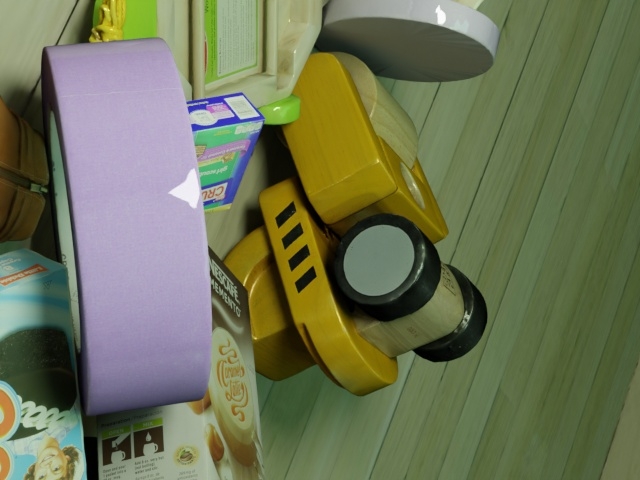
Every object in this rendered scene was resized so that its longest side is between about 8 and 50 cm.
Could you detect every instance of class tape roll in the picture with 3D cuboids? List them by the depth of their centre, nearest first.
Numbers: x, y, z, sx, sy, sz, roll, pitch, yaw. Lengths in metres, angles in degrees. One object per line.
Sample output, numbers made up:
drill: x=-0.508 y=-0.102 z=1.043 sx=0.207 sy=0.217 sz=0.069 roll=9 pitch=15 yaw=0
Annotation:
tape roll: x=-0.149 y=-0.011 z=1.126 sx=0.275 sy=0.090 sz=0.274 roll=174 pitch=-90 yaw=-78

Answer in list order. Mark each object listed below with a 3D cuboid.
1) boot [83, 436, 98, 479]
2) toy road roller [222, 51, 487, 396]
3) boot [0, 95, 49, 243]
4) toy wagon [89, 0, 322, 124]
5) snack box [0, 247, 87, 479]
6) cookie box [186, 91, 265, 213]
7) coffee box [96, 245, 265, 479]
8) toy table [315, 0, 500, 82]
boot: x=-0.211 y=0.311 z=1.316 sx=0.085 sy=0.236 sz=0.178 roll=2 pitch=143 yaw=-32
toy road roller: x=0.000 y=0.000 z=1.524 sx=0.202 sy=0.241 sz=0.329 roll=41 pitch=28 yaw=-59
boot: x=-0.248 y=-0.090 z=1.113 sx=0.152 sy=0.073 sz=0.197 roll=9 pitch=99 yaw=-65
toy wagon: x=-0.101 y=-0.216 z=1.328 sx=0.344 sy=0.068 sz=0.267 roll=-27 pitch=124 yaw=-53
snack box: x=-0.308 y=0.142 z=1.019 sx=0.322 sy=0.060 sz=0.187 roll=-23 pitch=122 yaw=-40
cookie box: x=-0.107 y=-0.069 z=1.290 sx=0.092 sy=0.040 sz=0.107 roll=-14 pitch=143 yaw=-38
coffee box: x=-0.121 y=0.131 z=1.291 sx=0.141 sy=0.098 sz=0.246 roll=54 pitch=24 yaw=-57
toy table: x=0.101 y=-0.263 z=1.520 sx=0.252 sy=0.274 sz=0.161 roll=16 pitch=83 yaw=-24
